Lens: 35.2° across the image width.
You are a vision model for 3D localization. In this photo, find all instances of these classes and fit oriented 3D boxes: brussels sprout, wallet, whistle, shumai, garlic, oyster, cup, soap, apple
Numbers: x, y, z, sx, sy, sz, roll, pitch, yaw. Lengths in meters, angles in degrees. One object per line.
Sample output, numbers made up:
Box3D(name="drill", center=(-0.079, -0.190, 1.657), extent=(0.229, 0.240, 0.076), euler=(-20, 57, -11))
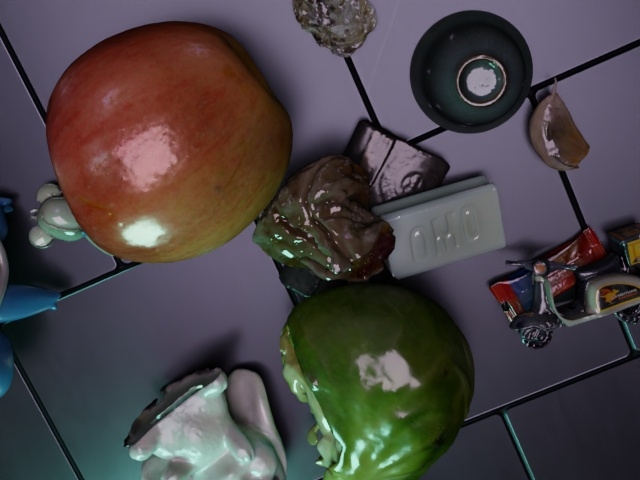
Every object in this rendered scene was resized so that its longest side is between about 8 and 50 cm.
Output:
Box3D(name="brussels sprout", center=(0.098, 0.240, 1.628), extent=(0.314, 0.276, 0.371), euler=(-6, 114, -1))
Box3D(name="wallet", center=(0.071, -0.027, 1.686), extent=(0.170, 0.044, 0.321), euler=(26, 104, -7))
Box3D(name="whistle", center=(-0.366, -0.029, 1.687), extent=(0.235, 0.077, 0.114), euler=(7, 72, -6))
Box3D(name="shumai", center=(-0.001, -0.003, 1.562), extent=(0.218, 0.185, 0.184), euler=(-35, 132, 20))
Box3D(name="garlic", center=(0.375, -0.175, 1.635), extent=(0.084, 0.066, 0.152), euler=(-39, 105, -17))
Box3D(name="oyster", center=(0.014, -0.380, 1.593), extent=(0.125, 0.064, 0.177), euler=(-39, 101, 6))
Box3D(name="cup", center=(0.242, -0.254, 1.570), extent=(0.199, 0.150, 0.199), euler=(0, 105, 2))
Box3D(name="soap", center=(0.193, -0.022, 1.647), extent=(0.198, 0.066, 0.119), euler=(-16, 112, -6))
Box3D(name="apple", center=(-0.215, -0.152, 1.503), extent=(0.363, 0.364, 0.364), euler=(0, 104, 2))

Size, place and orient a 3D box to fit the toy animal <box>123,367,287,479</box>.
Box3D(name="toy animal", center=(-0.192, 0.357, 1.729), extent=(0.249, 0.174, 0.289), euler=(-18, 102, -6))

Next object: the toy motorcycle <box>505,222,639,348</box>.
Box3D(name="toy motorcycle", center=(0.428, 0.080, 1.662), extent=(0.263, 0.091, 0.157), euler=(-18, 103, -5))

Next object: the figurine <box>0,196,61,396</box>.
Box3D(name="figurine", center=(-0.594, 0.058, 1.643), extent=(0.297, 0.243, 0.416), euler=(-14, 108, -3))

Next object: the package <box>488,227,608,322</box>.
Box3D(name="package", center=(0.389, 0.060, 1.707), extent=(0.200, 0.022, 0.083), euler=(-31, 105, 7))
